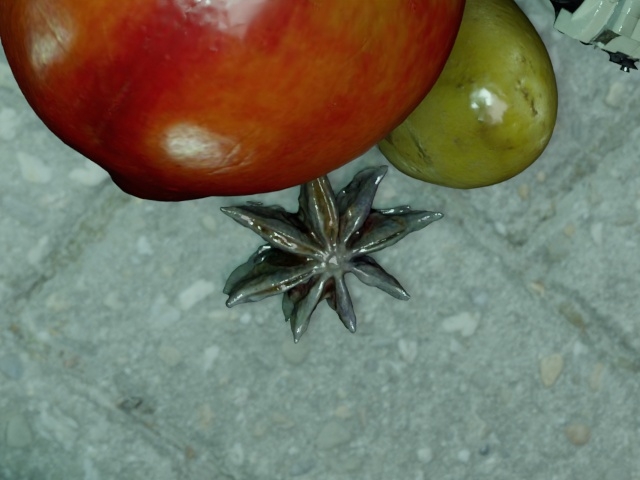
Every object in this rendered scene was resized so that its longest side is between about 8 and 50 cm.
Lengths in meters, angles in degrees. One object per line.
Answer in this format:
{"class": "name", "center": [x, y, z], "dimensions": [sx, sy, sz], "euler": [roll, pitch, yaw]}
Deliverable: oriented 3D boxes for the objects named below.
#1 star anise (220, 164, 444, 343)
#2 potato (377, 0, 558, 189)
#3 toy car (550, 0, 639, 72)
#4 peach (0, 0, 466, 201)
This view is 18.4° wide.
{"class": "star anise", "center": [0.000, 0.000, 1.786], "dimensions": [0.204, 0.061, 0.181], "euler": [-39, 115, 2]}
{"class": "potato", "center": [0.135, -0.128, 1.727], "dimensions": [0.178, 0.158, 0.204], "euler": [2, 107, -18]}
{"class": "toy car", "center": [0.306, -0.292, 1.695], "dimensions": [0.193, 0.118, 0.301], "euler": [14, 109, -45]}
{"class": "peach", "center": [-0.080, -0.199, 1.523], "dimensions": [0.388, 0.388, 0.388], "euler": [-6, 113, -14]}
